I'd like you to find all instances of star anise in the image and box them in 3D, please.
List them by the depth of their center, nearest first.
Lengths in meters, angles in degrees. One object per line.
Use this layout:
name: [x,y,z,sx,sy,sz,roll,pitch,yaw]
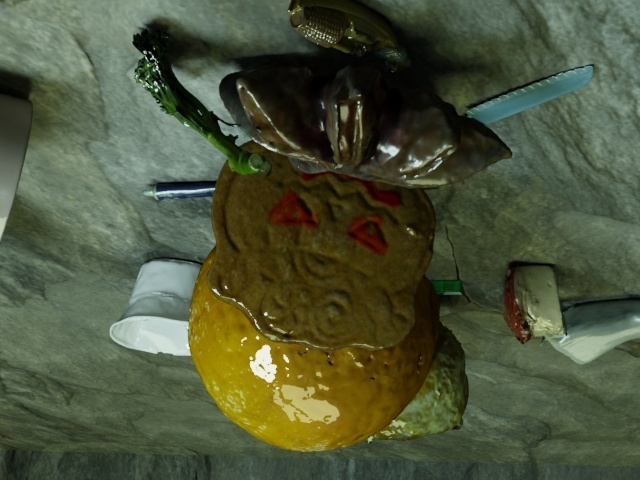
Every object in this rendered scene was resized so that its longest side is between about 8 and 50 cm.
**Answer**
star anise: [0.042,-0.118,1.279,0.315,0.108,0.315,9,-179,0]

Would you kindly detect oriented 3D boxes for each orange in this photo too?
orange: [-0.015,0.118,1.627,0.340,0.341,0.293,13,135,-24]
orange: [0.063,0.177,1.973,0.368,0.271,0.210,4,117,0]

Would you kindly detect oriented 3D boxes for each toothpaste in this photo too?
toothpaste: [-0.170,-0.067,1.635,0.140,0.021,0.037,-2,167,11]
toothpaste: [0.186,0.077,1.967,0.083,0.020,0.017,-2,162,15]

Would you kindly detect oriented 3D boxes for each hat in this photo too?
hat: [-0.238,0.103,1.965,0.203,0.126,0.203,4,160,1]

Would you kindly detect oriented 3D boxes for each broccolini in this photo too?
broccolini: [-0.119,-0.137,1.196,0.123,0.062,0.271,45,178,-39]

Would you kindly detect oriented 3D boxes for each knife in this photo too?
knife: [0.183,-0.141,1.373,0.044,0.019,0.313,23,151,-37]

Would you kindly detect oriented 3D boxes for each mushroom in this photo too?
mushroom: [0.492,0.143,1.990,0.278,0.096,0.099,-10,157,25]

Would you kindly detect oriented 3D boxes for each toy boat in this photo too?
toy boat: [0.029,-0.200,1.181,0.149,0.049,0.047,20,154,-38]

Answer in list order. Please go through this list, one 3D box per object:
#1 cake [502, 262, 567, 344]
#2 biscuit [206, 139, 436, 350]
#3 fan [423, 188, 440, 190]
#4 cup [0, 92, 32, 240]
cake: [0.336,0.122,1.924,0.086,0.117,0.220,-4,159,3]
biscuit: [0.000,0.000,1.442,0.273,0.257,0.049,14,173,-9]
fan: [0.113,-0.062,1.617,0.080,0.003,0.060,7,161,-7]
cup: [-0.455,-0.100,1.400,0.200,0.192,0.253,15,-169,-20]
